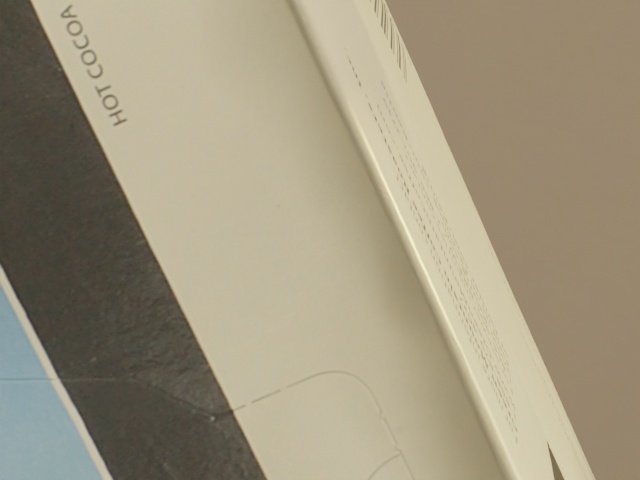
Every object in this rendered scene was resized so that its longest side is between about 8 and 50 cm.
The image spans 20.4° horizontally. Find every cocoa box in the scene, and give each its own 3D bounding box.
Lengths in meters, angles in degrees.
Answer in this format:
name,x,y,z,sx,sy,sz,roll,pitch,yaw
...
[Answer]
name,x,y,z,sx,sy,sz,roll,pitch,yaw
cocoa box,-0.046,0.068,0.575,0.228,0.231,0.347,-23,-75,10
